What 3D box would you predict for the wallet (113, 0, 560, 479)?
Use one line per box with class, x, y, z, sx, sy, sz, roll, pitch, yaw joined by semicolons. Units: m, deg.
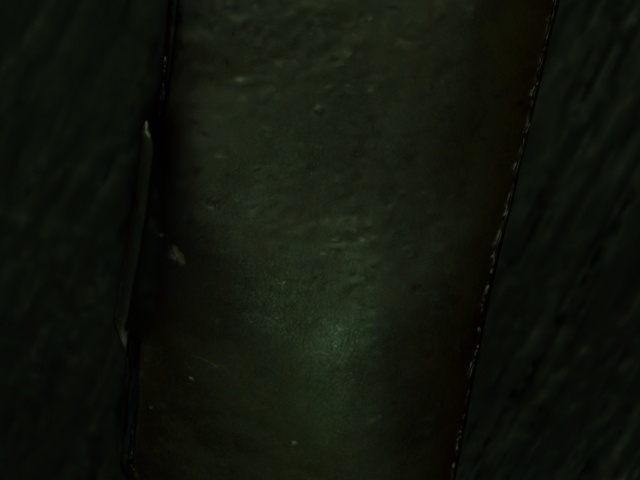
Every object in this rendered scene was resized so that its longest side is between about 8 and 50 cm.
wallet;0.000;0.000;0.629;0.137;0.031;0.255;5;119;-9
